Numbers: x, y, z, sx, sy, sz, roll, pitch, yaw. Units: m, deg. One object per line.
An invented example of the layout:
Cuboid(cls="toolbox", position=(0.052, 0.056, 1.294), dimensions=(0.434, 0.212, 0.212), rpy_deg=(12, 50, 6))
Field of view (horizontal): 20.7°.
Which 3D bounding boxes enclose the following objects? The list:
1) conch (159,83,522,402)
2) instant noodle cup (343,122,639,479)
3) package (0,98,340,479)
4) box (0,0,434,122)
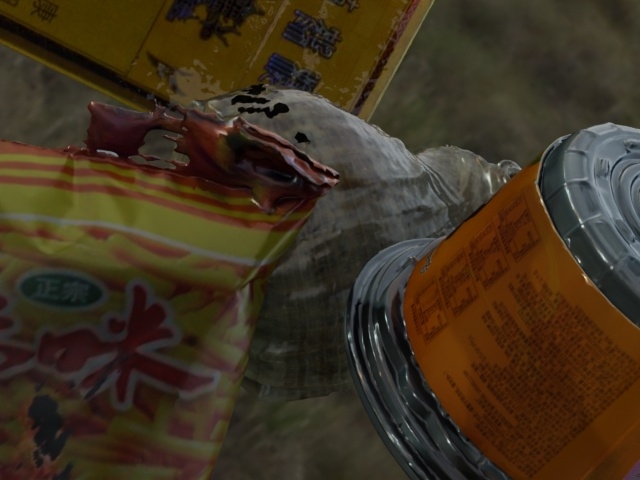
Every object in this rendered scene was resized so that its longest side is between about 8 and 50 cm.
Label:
Cuboid(cls="conch", position=(0.000, 0.000, 0.866), dimensions=(0.130, 0.207, 0.155), rpy_deg=(-167, -104, -80))
Cuboid(cls="instant noodle cup", position=(0.114, 0.033, 0.720), dimensions=(0.177, 0.125, 0.208), rpy_deg=(23, 37, -21))
Cuboid(cls="package", position=(-0.134, 0.061, 0.783), dimensions=(0.223, 0.288, 0.108), rpy_deg=(11, 17, -16))
Cuboid(cls="box", position=(-0.086, -0.177, 1.123), dimensions=(0.301, 0.193, 0.084), rpy_deg=(26, 9, -20))
